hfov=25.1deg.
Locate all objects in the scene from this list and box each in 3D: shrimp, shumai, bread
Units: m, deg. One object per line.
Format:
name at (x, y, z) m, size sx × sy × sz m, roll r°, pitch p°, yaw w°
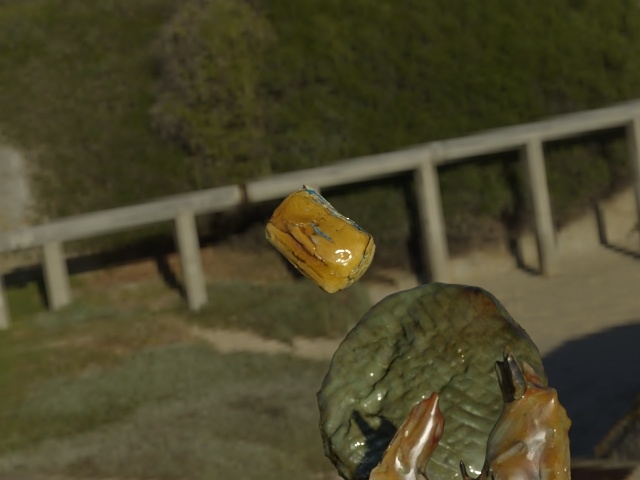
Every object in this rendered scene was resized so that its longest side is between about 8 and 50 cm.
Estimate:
shrimp at (0.101, 0.160, 0.933) m, size 0.132 × 0.187 × 0.052 m, roll 12°, pitch -4°, yaw -13°
shumai at (0.125, 0.190, 1.407) m, size 0.222 × 0.203 × 0.272 m, roll 6°, pitch 45°, yaw 23°
bread at (0.000, 0.000, 1.399) m, size 0.072 × 0.106 × 0.053 m, roll -47°, pitch -19°, yaw -9°
